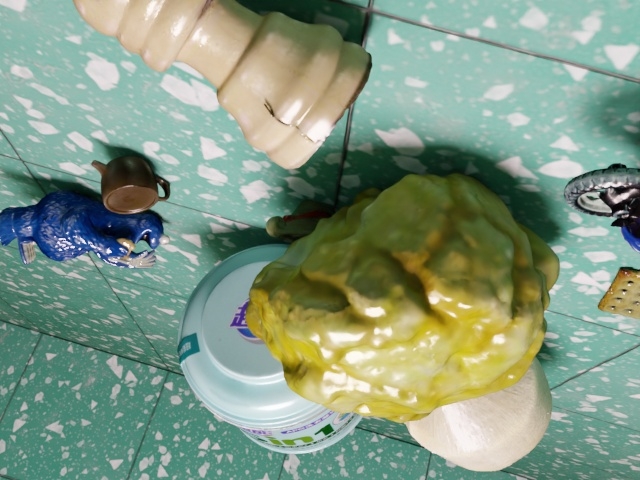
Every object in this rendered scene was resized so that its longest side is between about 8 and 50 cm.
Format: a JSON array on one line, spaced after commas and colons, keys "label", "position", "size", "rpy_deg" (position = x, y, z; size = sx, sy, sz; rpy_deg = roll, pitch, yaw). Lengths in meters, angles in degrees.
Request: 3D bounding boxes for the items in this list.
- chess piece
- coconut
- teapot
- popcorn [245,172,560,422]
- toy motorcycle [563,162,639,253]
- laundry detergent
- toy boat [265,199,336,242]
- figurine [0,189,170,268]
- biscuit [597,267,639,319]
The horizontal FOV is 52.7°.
[{"label": "chess piece", "position": [-0.119, -0.187, 0.531], "size": [0.307, 0.124, 0.139], "rpy_deg": [31, -174, -19]}, {"label": "coconut", "position": [0.243, 0.241, 1.052], "size": [0.237, 0.237, 0.266], "rpy_deg": [2, 157, 30]}, {"label": "teapot", "position": [-0.260, -0.083, 0.897], "size": [0.121, 0.068, 0.076], "rpy_deg": [11, 145, -45]}, {"label": "popcorn", "position": [0.095, 0.088, 0.748], "size": [0.292, 0.293, 0.334], "rpy_deg": [54, 145, -2]}, {"label": "toy motorcycle", "position": [0.368, -0.029, 0.539], "size": [0.315, 0.113, 0.169], "rpy_deg": [0, 163, 17]}, {"label": "laundry detergent", "position": [-0.062, 0.173, 1.038], "size": [0.287, 0.287, 0.305], "rpy_deg": [11, 156, 14]}, {"label": "toy boat", "position": [0.000, -0.001, 0.883], "size": [0.089, 0.071, 0.185], "rpy_deg": [-7, 147, 42]}, {"label": "figurine", "position": [-0.379, -0.023, 1.058], "size": [0.262, 0.120, 0.164], "rpy_deg": [4, 166, -13]}, {"label": "biscuit", "position": [0.470, 0.085, 0.822], "size": [0.203, 0.016, 0.144], "rpy_deg": [12, 155, 14]}]
